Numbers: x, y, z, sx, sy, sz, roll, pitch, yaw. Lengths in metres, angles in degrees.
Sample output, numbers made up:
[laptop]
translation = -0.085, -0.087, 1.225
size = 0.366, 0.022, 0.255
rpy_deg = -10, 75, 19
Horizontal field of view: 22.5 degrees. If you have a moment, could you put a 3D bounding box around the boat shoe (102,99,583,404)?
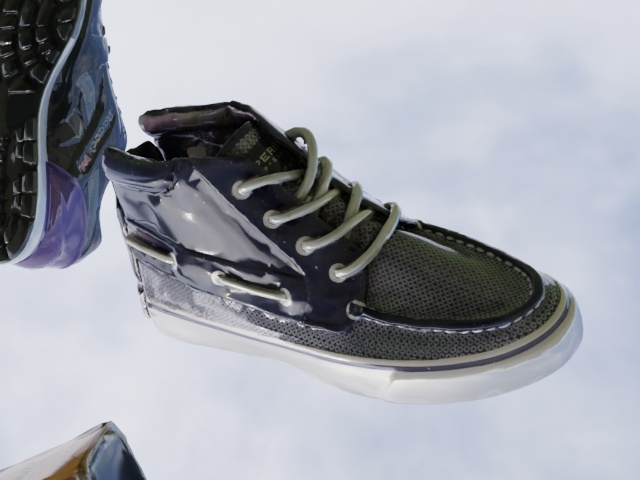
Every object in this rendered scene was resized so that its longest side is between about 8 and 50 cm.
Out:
[boat shoe]
translation = 0.000, 0.000, 1.061
size = 0.340, 0.158, 0.127
rpy_deg = 6, -140, 31

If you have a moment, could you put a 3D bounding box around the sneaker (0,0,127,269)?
[sneaker]
translation = -0.217, -0.117, 1.341
size = 0.107, 0.283, 0.124
rpy_deg = 13, -178, 34

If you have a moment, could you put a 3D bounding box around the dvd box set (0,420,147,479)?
[dvd box set]
translation = -0.215, 0.299, 0.753
size = 0.420, 0.308, 0.062
rpy_deg = -23, -171, 13
